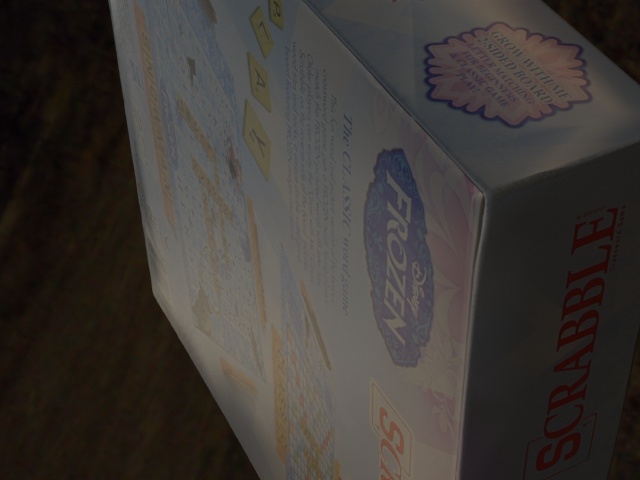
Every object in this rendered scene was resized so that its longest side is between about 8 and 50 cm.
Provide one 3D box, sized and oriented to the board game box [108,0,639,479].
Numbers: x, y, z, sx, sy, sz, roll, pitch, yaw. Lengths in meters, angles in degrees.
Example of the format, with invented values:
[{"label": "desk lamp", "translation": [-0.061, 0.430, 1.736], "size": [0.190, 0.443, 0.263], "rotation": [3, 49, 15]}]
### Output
[{"label": "board game box", "translation": [0.000, 0.000, 0.535], "size": [0.318, 0.066, 0.318], "rotation": [54, 156, 41]}]
